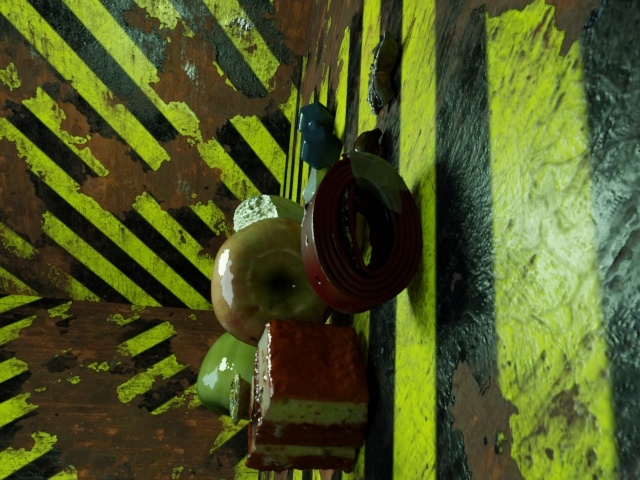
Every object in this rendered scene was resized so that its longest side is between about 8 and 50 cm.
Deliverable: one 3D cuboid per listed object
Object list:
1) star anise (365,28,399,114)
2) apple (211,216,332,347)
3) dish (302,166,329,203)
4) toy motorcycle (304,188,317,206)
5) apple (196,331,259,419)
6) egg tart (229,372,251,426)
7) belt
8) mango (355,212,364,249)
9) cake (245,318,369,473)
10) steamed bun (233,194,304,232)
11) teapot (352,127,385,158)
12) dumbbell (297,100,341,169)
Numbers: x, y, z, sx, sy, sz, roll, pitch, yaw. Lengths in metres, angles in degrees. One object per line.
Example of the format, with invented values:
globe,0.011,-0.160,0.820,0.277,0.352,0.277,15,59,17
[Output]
star anise,0.158,-0.430,1.163,0.172,0.063,0.208,-146,60,-81
apple,-0.142,0.124,1.348,0.346,0.391,0.391,164,112,-72
dish,-0.012,-0.223,1.810,0.151,0.077,0.212,-99,19,-47
toy motorcycle,-0.017,-0.118,1.730,0.124,0.061,0.193,45,143,28
apple,-0.388,0.672,2.251,0.473,0.473,0.474,-173,90,-78
egg tart,-0.198,0.396,1.113,0.129,0.049,0.129,-176,90,-75
belt,0.080,-0.021,0.896,0.115,0.227,0.324,133,142,-65
mango,0.059,-0.062,1.290,0.295,0.120,0.177,-93,7,-45
cake,-0.040,0.392,1.128,0.270,0.269,0.320,-102,21,-58
steamed bun,-0.183,-0.054,1.702,0.290,0.273,0.272,-13,106,44
teapot,0.132,-0.231,1.154,0.098,0.078,0.129,48,-129,-50
dumbbell,-0.010,-0.414,1.742,0.325,0.160,0.144,-96,-13,-51
